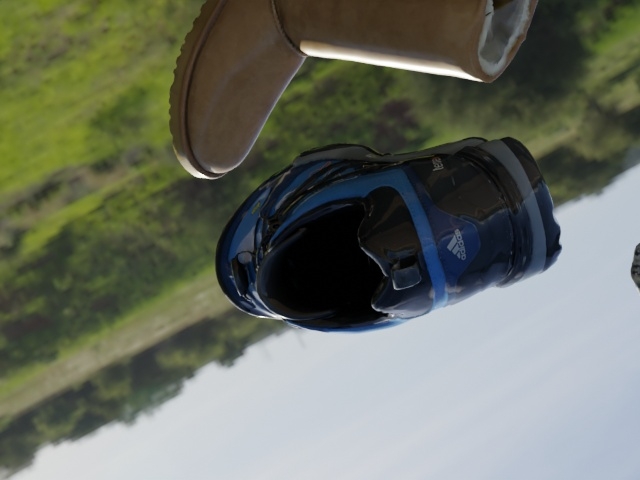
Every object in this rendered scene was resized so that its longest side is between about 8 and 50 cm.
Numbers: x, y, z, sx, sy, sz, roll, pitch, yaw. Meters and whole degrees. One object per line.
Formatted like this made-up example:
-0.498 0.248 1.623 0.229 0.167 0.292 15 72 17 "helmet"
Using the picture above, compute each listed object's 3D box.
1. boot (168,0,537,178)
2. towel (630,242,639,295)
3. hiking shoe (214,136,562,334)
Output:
0.020 -0.148 1.110 0.269 0.236 0.089 11 175 38 "boot"
0.339 0.145 0.899 0.312 0.324 0.056 -1 153 -46 "towel"
0.000 0.000 0.874 0.132 0.113 0.304 -20 -178 -34 "hiking shoe"
